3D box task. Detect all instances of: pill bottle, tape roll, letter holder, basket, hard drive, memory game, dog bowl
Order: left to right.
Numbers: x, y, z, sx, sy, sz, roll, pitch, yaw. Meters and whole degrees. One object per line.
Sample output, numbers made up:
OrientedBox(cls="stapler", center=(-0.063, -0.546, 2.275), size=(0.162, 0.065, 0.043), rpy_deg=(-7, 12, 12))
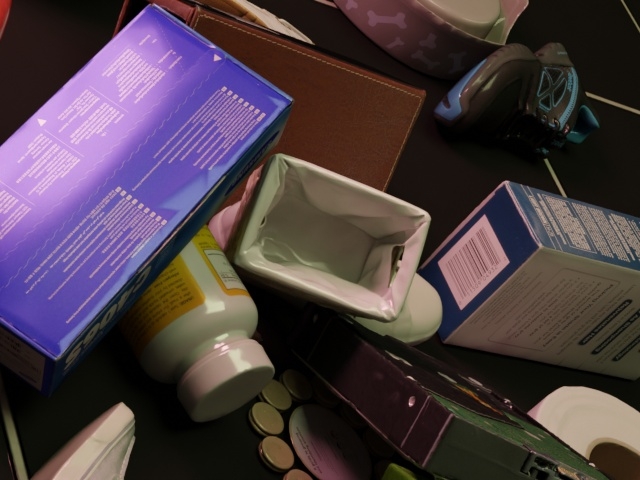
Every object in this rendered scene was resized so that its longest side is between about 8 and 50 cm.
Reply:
OrientedBox(cls="pill bottle", center=(-0.129, 0.055, 1.541), size=(0.117, 0.117, 0.208), rpy_deg=(-6, 56, -51))
OrientedBox(cls="letter holder", center=(-0.077, -0.118, 1.802), size=(0.302, 0.214, 0.152), rpy_deg=(16, 9, -35))
OrientedBox(cls="basket", center=(0.000, 0.000, 1.603), size=(0.167, 0.103, 0.113), rpy_deg=(22, 81, -17))
OrientedBox(cls="memory game", center=(0.008, 0.201, 1.627), size=(0.186, 0.012, 0.186), rpy_deg=(30, 34, -23))
OrientedBox(cls="dog bowl", center=(0.131, -0.366, 2.353), size=(0.349, 0.102, 0.349), rpy_deg=(29, 34, -22))
OrientedBox(cls="hard drive", center=(0.127, 0.171, 1.601), size=(0.237, 0.064, 0.339), rpy_deg=(27, 3, -27))
OrientedBox(cls="tape roll", center=(0.300, 0.294, 1.768), size=(0.286, 0.100, 0.286), rpy_deg=(30, 33, -22))

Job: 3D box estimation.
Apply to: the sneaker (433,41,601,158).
OrientedBox(cls="sneaker", center=(0.276, -0.182, 2.283), size=(0.341, 0.125, 0.139), rpy_deg=(-20, 73, -54))

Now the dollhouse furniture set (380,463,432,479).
OrientedBox(cls="dollhouse furniture set", center=(0.109, 0.312, 1.304), size=(0.151, 0.197, 0.301), rpy_deg=(27, -2, -11))

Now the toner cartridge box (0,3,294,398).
OrientedBox(cls="toner cartridge box", center=(-0.188, -0.043, 1.469), size=(0.165, 0.075, 0.348), rpy_deg=(36, 56, 7))

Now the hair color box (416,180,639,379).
OrientedBox(cls="hair color box", center=(0.294, 0.053, 1.975), size=(0.347, 0.174, 0.105), rpy_deg=(14, 41, -40))

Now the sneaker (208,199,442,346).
OrientedBox(cls="sneaker", center=(0.034, 0.028, 1.739), size=(0.290, 0.123, 0.106), rpy_deg=(23, 51, -32))

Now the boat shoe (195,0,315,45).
OrientedBox(cls="boat shoe", center=(-0.061, -0.211, 1.963), size=(0.277, 0.098, 0.096), rpy_deg=(40, 30, -25))

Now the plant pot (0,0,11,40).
OrientedBox(cls="plant pot", center=(-0.377, -0.203, 1.495), size=(0.174, 0.191, 0.191), rpy_deg=(29, 34, -28))

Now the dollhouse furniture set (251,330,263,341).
OrientedBox(cls="dollhouse furniture set", center=(-0.120, 0.043, 1.657), size=(0.076, 0.058, 0.152), rpy_deg=(-8, 77, -61))

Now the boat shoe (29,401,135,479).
OrientedBox(cls="boat shoe", center=(-0.191, 0.218, 1.328), size=(0.081, 0.079, 0.227), rpy_deg=(48, 35, -12))
